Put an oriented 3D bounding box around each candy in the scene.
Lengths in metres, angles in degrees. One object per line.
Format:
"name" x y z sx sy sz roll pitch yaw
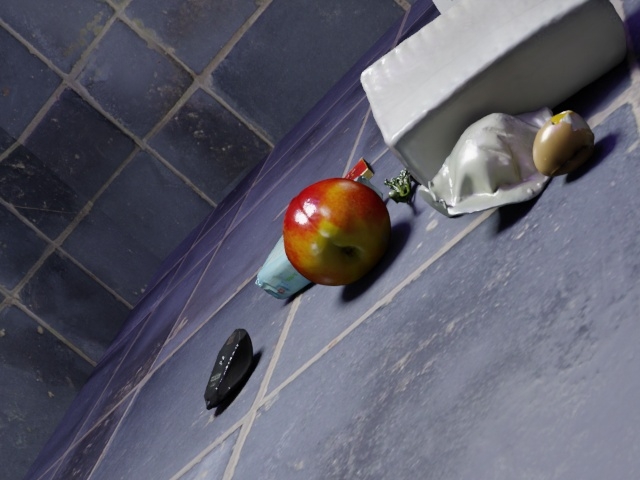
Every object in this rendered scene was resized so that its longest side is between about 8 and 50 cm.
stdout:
"candy" 0.246 -0.250 1.468 0.358 0.145 0.208 -35 36 12

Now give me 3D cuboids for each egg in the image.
"egg" 0.302 -0.119 1.258 0.083 0.071 0.071 -46 12 22

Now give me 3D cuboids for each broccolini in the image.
"broccolini" 0.144 -0.086 1.771 0.054 0.052 0.194 -32 8 11

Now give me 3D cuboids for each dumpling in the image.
"dumpling" 0.248 -0.101 1.355 0.181 0.111 0.155 -52 41 20

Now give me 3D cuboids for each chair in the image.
"chair" 0.178 -0.117 1.784 0.037 0.042 0.086 -41 14 17

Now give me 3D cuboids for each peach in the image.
"peach" 0.022 -0.020 1.694 0.190 0.190 0.192 -48 30 4

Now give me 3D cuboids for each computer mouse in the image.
"computer mouse" -0.166 0.245 1.874 0.099 0.057 0.172 -27 36 57

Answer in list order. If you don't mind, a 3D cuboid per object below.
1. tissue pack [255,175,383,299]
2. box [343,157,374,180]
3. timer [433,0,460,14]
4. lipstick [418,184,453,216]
"tissue pack" 0.000 0.000 1.963 0.263 0.089 0.177 -34 20 45
"box" 0.078 -0.136 2.267 0.090 0.023 0.133 -45 12 9
"timer" 0.369 -0.566 2.040 0.285 0.285 0.285 -46 12 13
"lipstick" 0.255 -0.153 1.545 0.254 0.070 0.070 -50 12 -7
